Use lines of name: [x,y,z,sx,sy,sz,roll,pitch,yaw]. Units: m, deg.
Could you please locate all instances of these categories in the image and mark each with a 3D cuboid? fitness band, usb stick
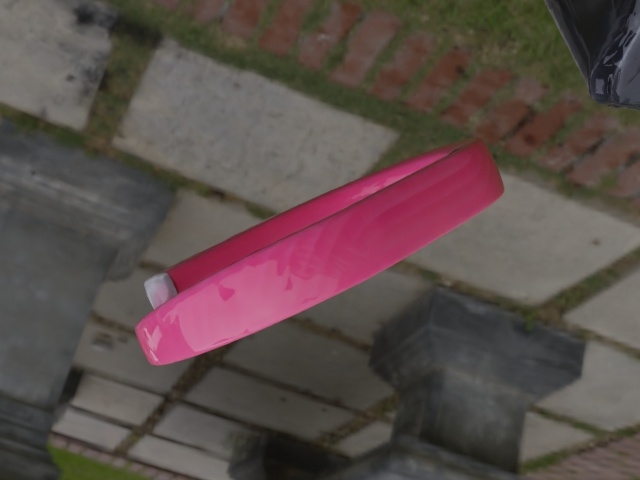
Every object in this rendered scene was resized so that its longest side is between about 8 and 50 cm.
fitness band: [0.000,0.000,0.787,0.209,0.291,0.054,-21,96,45]
usb stick: [0.099,-0.171,0.503,0.045,0.278,0.077,-1,140,-18]
